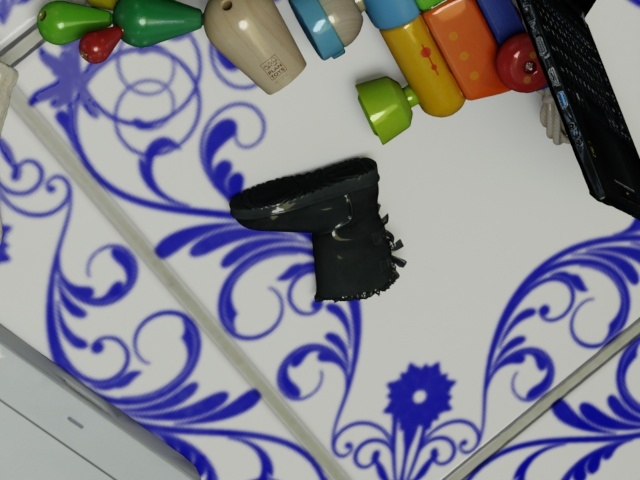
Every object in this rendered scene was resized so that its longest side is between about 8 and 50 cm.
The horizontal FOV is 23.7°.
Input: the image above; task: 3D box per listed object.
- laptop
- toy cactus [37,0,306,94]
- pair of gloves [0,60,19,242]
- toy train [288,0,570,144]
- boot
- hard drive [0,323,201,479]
[{"bbox_3d":[0.217,-0.159,1.008,0.136,0.234,0.264,-23,78,19],"label":"laptop"},{"bbox_3d":[-0.072,-0.174,0.980,0.219,0.112,0.180,-41,106,-3],"label":"toy cactus"},{"bbox_3d":[-0.320,-0.037,0.964,0.240,0.042,0.204,8,98,-13],"label":"pair of gloves"},{"bbox_3d":[0.091,-0.111,1.077,0.143,0.105,0.248,-29,117,5],"label":"toy train"},{"bbox_3d":[-0.001,0.000,1.114,0.121,0.045,0.099,-17,117,-13],"label":"boot"},{"bbox_3d":[-0.286,0.241,1.101,0.233,0.047,0.353,40,93,-27],"label":"hard drive"}]
